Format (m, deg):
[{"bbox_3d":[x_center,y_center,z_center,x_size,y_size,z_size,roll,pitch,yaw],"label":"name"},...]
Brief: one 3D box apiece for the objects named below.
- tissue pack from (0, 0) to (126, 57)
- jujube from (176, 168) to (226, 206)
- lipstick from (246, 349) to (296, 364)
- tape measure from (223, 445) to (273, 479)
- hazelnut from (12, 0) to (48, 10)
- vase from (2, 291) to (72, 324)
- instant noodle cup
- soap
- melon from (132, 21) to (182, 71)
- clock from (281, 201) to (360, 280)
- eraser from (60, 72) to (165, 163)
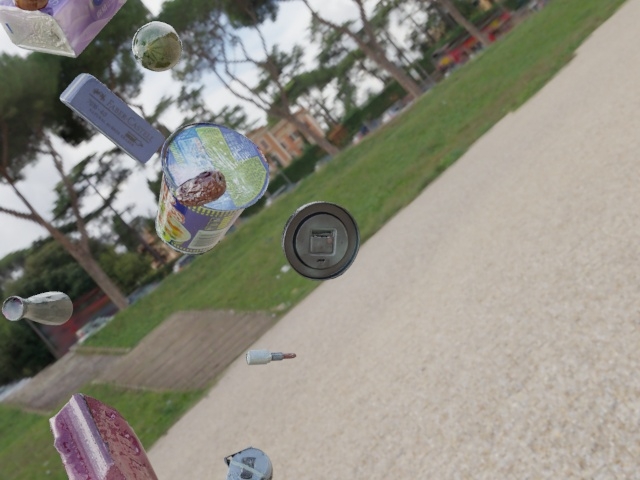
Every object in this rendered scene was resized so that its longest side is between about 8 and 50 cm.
[{"bbox_3d":[-0.666,-0.662,2.048,0.338,0.242,0.160,-62,-27,-28],"label":"tissue pack"},{"bbox_3d":[-0.284,-0.120,1.820,0.129,0.077,0.077,-17,10,21],"label":"jujube"},{"bbox_3d":[-0.102,0.246,1.633,0.107,0.025,0.025,-1,-38,-19],"label":"lipstick"},{"bbox_3d":[-0.141,0.450,1.506,0.094,0.091,0.054,-11,-42,3],"label":"tape measure"},{"bbox_3d":[-0.694,-0.588,1.835,0.086,0.086,0.086,-41,1,1],"label":"hazelnut"},{"bbox_3d":[-0.694,0.167,1.885,0.086,0.086,0.214,-41,-10,4],"label":"vase"},{"bbox_3d":[-0.318,-0.116,2.076,0.284,0.284,0.312,-42,-7,-37],"label":"instant noodle cup"},{"bbox_3d":[-0.483,0.520,1.763,0.127,0.325,0.220,-37,-34,1],"label":"soap"},{"bbox_3d":[-0.381,-0.452,1.803,0.114,0.114,0.167,-41,17,11],"label":"melon"},{"bbox_3d":[0.000,0.000,1.763,0.184,0.184,0.040,-41,19,-7],"label":"clock"},{"bbox_3d":[-0.445,-0.261,1.654,0.082,0.225,0.036,-56,19,-21],"label":"eraser"}]
